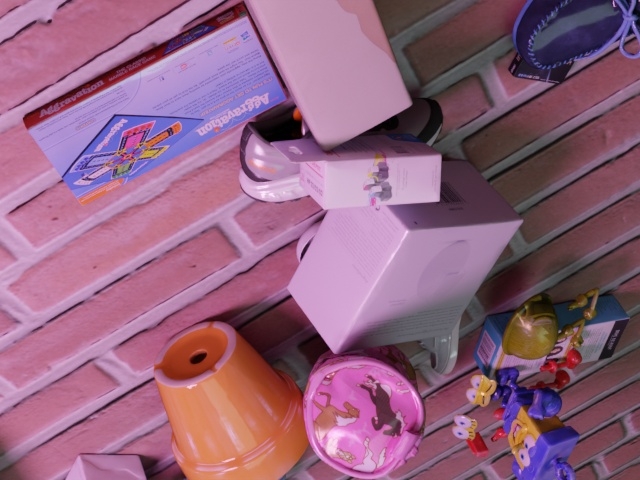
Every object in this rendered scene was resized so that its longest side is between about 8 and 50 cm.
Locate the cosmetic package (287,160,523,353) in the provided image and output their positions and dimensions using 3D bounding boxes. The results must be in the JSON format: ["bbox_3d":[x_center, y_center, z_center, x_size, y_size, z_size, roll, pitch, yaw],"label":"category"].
[{"bbox_3d":[0.112,0.019,1.689,0.224,0.138,0.225,-5,134,-41],"label":"cosmetic package"}]

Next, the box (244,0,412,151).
[{"bbox_3d":[-0.015,-0.260,1.359,0.121,0.148,0.311,-28,140,0],"label":"box"}]

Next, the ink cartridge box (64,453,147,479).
[{"bbox_3d":[-0.349,0.409,1.919,0.104,0.060,0.180,7,128,-34],"label":"ink cartridge box"}]

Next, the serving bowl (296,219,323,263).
[{"bbox_3d":[0.000,0.000,1.713,0.083,0.027,0.083,-25,146,-19],"label":"serving bowl"}]

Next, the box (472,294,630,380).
[{"bbox_3d":[0.380,0.159,2.060,0.244,0.060,0.101,-8,136,-22],"label":"box"}]

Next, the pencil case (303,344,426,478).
[{"bbox_3d":[0.064,0.226,1.744,0.167,0.160,0.386,-5,178,4],"label":"pencil case"}]

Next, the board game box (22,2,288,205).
[{"bbox_3d":[-0.188,-0.155,1.460,0.281,0.027,0.145,-27,138,-1],"label":"board game box"}]

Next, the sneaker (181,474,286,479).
[{"bbox_3d":[-0.167,0.359,1.893,0.319,0.127,0.208,-21,142,-45],"label":"sneaker"}]

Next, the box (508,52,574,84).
[{"bbox_3d":[0.296,-0.241,1.640,0.083,0.018,0.067,4,130,-31],"label":"box"}]

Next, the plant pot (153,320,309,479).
[{"bbox_3d":[-0.138,0.223,1.759,0.205,0.205,0.188,-28,124,-1],"label":"plant pot"}]

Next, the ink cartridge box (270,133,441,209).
[{"bbox_3d":[0.039,-0.082,1.471,0.181,0.104,0.062,-4,109,-16],"label":"ink cartridge box"}]

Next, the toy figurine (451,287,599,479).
[{"bbox_3d":[0.367,0.275,1.959,0.191,0.217,0.363,-5,135,-23],"label":"toy figurine"}]

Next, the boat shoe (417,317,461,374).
[{"bbox_3d":[0.179,0.138,1.931,0.063,0.066,0.184,-5,136,-9],"label":"boat shoe"}]

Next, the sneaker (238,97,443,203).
[{"bbox_3d":[0.028,-0.130,1.551,0.271,0.100,0.108,-17,132,-12],"label":"sneaker"}]

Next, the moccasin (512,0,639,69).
[{"bbox_3d":[0.396,-0.320,1.534,0.342,0.117,0.138,-36,134,6],"label":"moccasin"}]
